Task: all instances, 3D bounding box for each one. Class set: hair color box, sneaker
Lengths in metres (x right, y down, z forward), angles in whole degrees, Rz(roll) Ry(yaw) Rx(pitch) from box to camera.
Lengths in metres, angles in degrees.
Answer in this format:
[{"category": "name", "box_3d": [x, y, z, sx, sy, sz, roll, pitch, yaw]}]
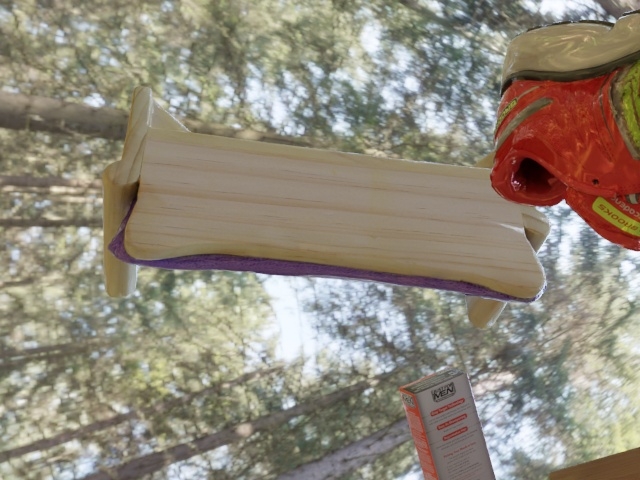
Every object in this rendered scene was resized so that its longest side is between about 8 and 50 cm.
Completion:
[{"category": "hair color box", "box_3d": [0.146, 0.224, 0.964, 0.043, 0.072, 0.141, 6, -67, 69]}, {"category": "sneaker", "box_3d": [0.182, -0.051, 0.424, 0.279, 0.107, 0.118, -171, -84, -70]}]

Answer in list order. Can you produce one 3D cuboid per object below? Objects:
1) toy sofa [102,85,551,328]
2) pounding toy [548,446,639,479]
[{"category": "toy sofa", "box_3d": [0.000, 0.000, 0.727, 0.150, 0.362, 0.177, 107, -15, -50]}, {"category": "pounding toy", "box_3d": [0.258, 0.246, 0.678, 0.206, 0.181, 0.094, -32, -144, 39]}]
